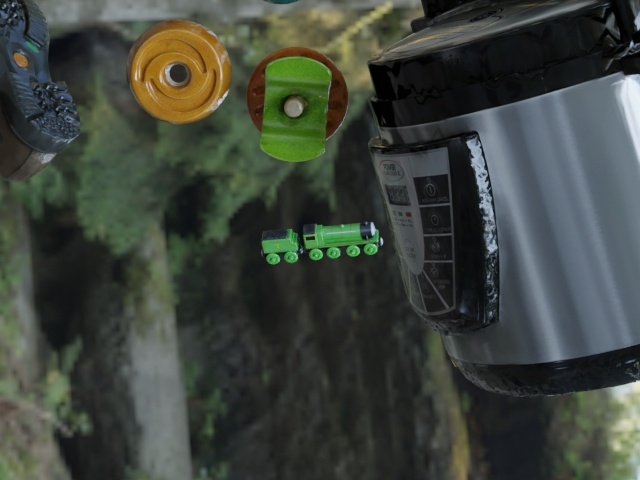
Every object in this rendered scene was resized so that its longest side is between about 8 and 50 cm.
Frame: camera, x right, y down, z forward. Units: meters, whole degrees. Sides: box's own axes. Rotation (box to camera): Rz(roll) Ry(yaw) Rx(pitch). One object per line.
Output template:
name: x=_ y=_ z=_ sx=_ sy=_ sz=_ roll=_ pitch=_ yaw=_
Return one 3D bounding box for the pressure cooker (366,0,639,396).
pressure cooker: x=0.239 y=-0.102 z=1.528 sx=0.375 sy=0.369 sz=0.420 roll=-40 pitch=115 yaw=-64

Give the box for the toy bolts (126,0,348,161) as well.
toy bolts: x=-0.071 y=-0.211 z=1.580 sx=0.158 sy=0.218 sz=0.229 roll=-90 pitch=-172 yaw=-77

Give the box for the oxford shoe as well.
oxford shoe: x=-0.281 y=-0.146 z=1.383 sx=0.096 sy=0.082 sz=0.227 roll=-46 pitch=-133 yaw=32

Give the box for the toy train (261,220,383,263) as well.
toy train: x=0.000 y=0.000 z=1.078 sx=0.017 sy=0.083 sz=0.024 roll=-87 pitch=168 yaw=-53
